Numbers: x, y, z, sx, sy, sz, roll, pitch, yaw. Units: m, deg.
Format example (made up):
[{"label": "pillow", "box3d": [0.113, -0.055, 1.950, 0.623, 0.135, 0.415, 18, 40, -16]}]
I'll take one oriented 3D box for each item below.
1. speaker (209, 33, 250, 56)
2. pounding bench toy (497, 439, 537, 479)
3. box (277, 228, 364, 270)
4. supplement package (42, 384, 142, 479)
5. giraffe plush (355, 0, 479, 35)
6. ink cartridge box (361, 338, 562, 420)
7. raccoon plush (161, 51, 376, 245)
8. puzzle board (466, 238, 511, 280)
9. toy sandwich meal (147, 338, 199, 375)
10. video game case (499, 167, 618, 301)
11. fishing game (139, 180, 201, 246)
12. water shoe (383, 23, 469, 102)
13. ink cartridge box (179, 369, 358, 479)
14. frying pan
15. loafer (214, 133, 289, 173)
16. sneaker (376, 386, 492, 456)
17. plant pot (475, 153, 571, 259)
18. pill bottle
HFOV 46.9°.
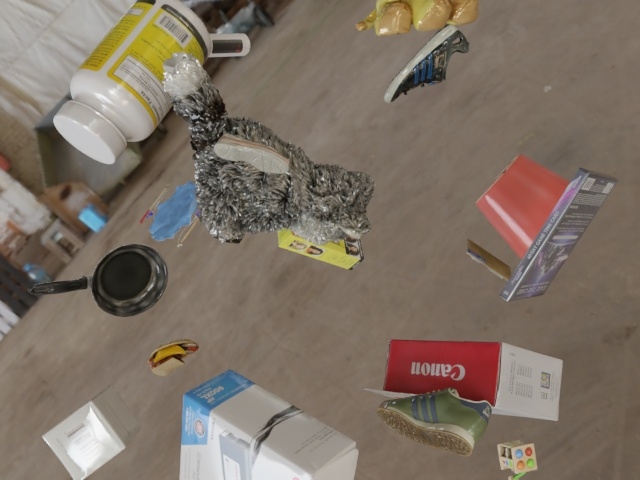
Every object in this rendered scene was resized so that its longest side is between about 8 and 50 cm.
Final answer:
[{"label": "speaker", "box3d": [-0.234, -0.469, 1.771, 0.055, 0.055, 0.136, -22, -4, 43]}, {"label": "pounding bench toy", "box3d": [0.407, 0.458, 1.510, 0.052, 0.083, 0.065, -6, -5, -18]}, {"label": "box", "box3d": [0.000, 0.000, 1.843, 0.058, 0.232, 0.087, -42, 42, 37]}, {"label": "supplement package", "box3d": [-0.407, 0.345, 1.334, 0.105, 0.105, 0.179, -37, 0, -5]}, {"label": "giraffe plush", "box3d": [0.141, -0.424, 1.159, 0.181, 0.171, 0.210, -15, 22, -18]}, {"label": "ink cartridge box", "box3d": [0.284, 0.277, 1.516, 0.309, 0.271, 0.130, -8, 68, 50]}, {"label": "raccoon plush", "box3d": [-0.072, -0.130, 1.304, 0.299, 0.446, 0.216, 0, 65, 15]}, {"label": "puzzle board", "box3d": [0.401, 0.049, 1.766, 0.011, 0.128, 0.096, -56, 1, 23]}, {"label": "toy sandwich meal", "box3d": [-0.228, 0.182, 1.151, 0.085, 0.085, 0.029, -33, 61, 28]}, {"label": "video game case", "box3d": [0.454, -0.008, 1.397, 0.026, 0.196, 0.274, 39, 112, 29]}, {"label": "fishing game", "box3d": [-0.371, -0.074, 1.928, 0.264, 0.041, 0.189, 18, 71, 51]}, {"label": "water shoe", "box3d": [0.215, -0.343, 1.496, 0.203, 0.080, 0.073, -46, 4, 15]}, {"label": "ink cartridge box", "box3d": [-0.131, 0.520, 1.693, 0.394, 0.286, 0.166, 21, 26, 33]}, {"label": "frying pan", "box3d": [-0.534, 0.123, 1.826, 0.326, 0.197, 0.053, -25, 31, -22]}, {"label": "loafer", "box3d": [-0.106, -0.144, 1.184, 0.045, 0.125, 0.039, 101, -174, -52]}, {"label": "sneaker", "box3d": [0.175, 0.257, 1.102, 0.086, 0.064, 0.192, -44, 25, -26]}, {"label": "plant pot", "box3d": [0.605, -0.103, 2.144, 0.275, 0.243, 0.275, -48, -5, -5]}, {"label": "pill bottle", "box3d": [-0.382, -0.326, 1.497, 0.188, 0.188, 0.334, -6, 48, 57]}]
